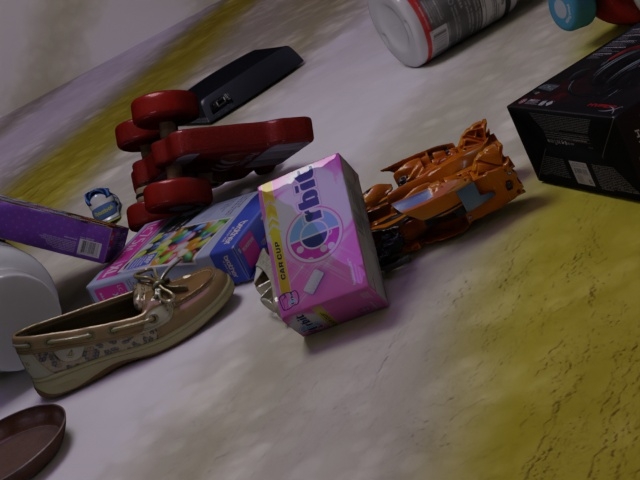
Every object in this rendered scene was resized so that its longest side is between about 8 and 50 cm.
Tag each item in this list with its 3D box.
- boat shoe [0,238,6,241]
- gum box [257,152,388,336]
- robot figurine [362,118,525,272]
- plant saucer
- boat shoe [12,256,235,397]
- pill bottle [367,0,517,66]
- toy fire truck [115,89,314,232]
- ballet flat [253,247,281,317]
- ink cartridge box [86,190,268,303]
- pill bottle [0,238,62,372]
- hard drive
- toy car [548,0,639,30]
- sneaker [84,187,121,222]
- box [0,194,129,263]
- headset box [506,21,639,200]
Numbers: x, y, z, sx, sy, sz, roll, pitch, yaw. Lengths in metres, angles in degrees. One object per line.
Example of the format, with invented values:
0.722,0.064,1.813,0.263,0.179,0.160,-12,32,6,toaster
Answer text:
-0.622,-0.004,2.344,0.120,0.122,0.324,-20,28,2,boat shoe
0.000,0.000,1.469,0.107,0.062,0.188,-21,59,16,gum box
0.093,-0.041,1.571,0.291,0.085,0.211,-24,19,5,robot figurine
-0.362,0.249,1.497,0.168,0.029,0.168,-24,19,9,plant saucer
-0.245,0.099,1.635,0.285,0.089,0.104,-28,19,-4,boat shoe
0.239,-0.435,2.259,0.283,0.161,0.161,-32,21,-15,pill bottle
-0.167,-0.122,1.981,0.254,0.169,0.302,-6,-9,-21,toy fire truck
-0.057,0.051,1.576,0.052,0.057,0.168,-38,20,-3,ballet flat
-0.155,0.008,1.799,0.311,0.065,0.186,-12,25,30,ink cartridge box
-0.468,0.086,1.815,0.176,0.176,0.318,-34,21,-19,pill bottle
-0.175,-0.318,2.637,0.255,0.054,0.172,-37,22,-26,hard drive
0.476,-0.393,1.839,0.219,0.210,0.238,-22,30,-21,toy car
-0.382,-0.070,2.269,0.053,0.059,0.144,-31,19,-6,sneaker
-0.440,-0.029,1.914,0.293,0.057,0.201,14,0,-2,box
0.398,-0.173,1.482,0.293,0.110,0.218,-32,20,-15,headset box
